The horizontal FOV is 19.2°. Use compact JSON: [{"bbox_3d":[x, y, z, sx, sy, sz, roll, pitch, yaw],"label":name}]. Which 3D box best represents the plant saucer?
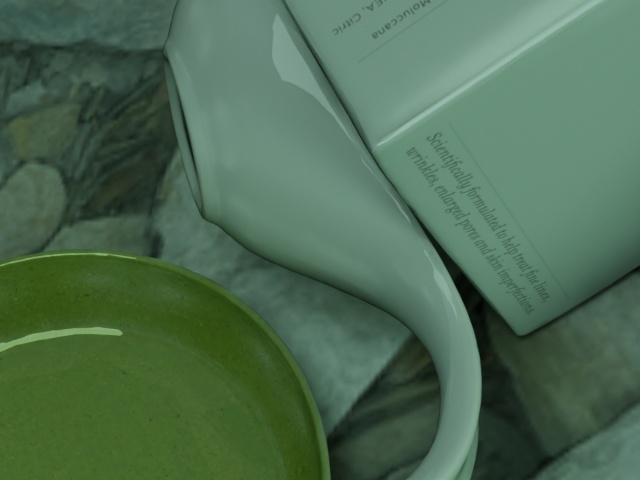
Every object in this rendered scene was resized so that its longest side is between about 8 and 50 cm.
[{"bbox_3d":[-0.111,0.115,0.761,0.241,0.037,0.241,-6,58,9],"label":"plant saucer"}]

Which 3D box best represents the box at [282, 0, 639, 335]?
[{"bbox_3d":[0.098,-0.084,0.700,0.182,0.181,0.119,-33,58,6],"label":"box"}]

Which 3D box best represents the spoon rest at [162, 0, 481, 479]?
[{"bbox_3d":[0.000,0.000,0.729,0.084,0.137,0.276,-12,57,-7],"label":"spoon rest"}]
